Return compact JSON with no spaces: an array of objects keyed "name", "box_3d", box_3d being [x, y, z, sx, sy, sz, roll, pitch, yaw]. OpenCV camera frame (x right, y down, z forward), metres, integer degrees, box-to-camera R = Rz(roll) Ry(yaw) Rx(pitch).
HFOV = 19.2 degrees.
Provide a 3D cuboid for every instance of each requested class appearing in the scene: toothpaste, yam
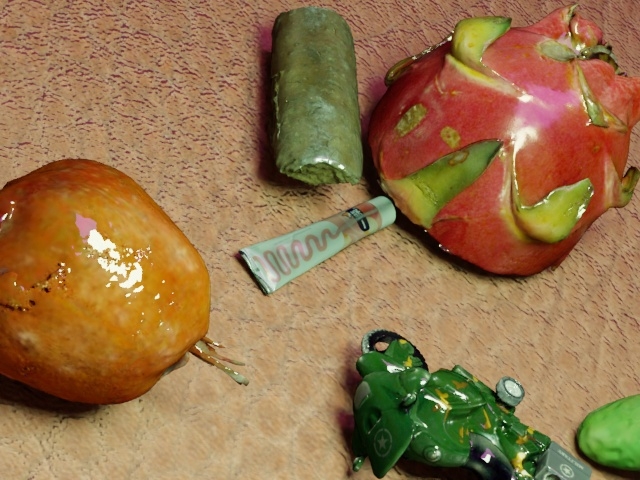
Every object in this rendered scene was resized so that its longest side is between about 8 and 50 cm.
[{"name":"toothpaste","box_3d":[0.000,0.000,1.990,0.205,0.036,0.056,-26,74,-41]},{"name":"yam","box_3d":[-0.006,-0.143,2.065,0.106,0.106,0.259,18,45,-19]}]

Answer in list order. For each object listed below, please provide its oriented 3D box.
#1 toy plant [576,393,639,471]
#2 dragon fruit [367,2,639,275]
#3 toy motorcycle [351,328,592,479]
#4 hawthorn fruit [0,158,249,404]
[{"name":"toy plant","box_3d":[0.487,0.259,1.949,0.317,0.210,0.356,-32,85,-5]},{"name":"dragon fruit","box_3d":[0.223,-0.131,2.090,0.305,0.226,0.305,28,38,-24]},{"name":"toy motorcycle","box_3d":[0.138,0.198,1.836,0.275,0.125,0.187,36,32,-1]},{"name":"hawthorn fruit","box_3d":[-0.188,0.055,1.686,0.299,0.211,0.211,32,41,-10]}]
